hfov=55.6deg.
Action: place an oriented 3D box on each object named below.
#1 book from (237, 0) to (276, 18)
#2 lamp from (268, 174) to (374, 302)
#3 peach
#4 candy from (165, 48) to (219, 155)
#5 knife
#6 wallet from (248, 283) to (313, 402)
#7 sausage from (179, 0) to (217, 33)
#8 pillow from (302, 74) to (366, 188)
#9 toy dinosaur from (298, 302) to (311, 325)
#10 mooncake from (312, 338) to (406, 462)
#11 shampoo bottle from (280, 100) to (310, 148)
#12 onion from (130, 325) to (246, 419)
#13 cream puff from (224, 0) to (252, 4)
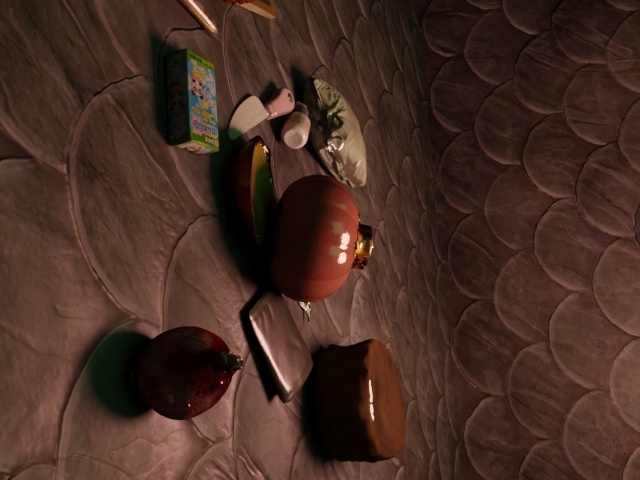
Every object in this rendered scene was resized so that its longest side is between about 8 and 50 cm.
[{"bbox_3d":[-0.216,-0.785,1.546,0.269,0.032,0.389,-16,95,-65],"label":"book"},{"bbox_3d":[0.000,0.000,1.441,0.305,0.239,0.306,-169,-90,-83],"label":"lamp"},{"bbox_3d":[-0.158,-0.107,1.397,0.189,0.068,0.279,62,25,-56],"label":"peach"},{"bbox_3d":[-0.261,-0.279,1.236,0.097,0.062,0.195,13,71,-65],"label":"candy"},{"bbox_3d":[-0.150,-0.328,1.527,0.081,0.043,0.336,67,29,-15],"label":"knife"},{"bbox_3d":[-0.099,0.239,1.435,0.245,0.052,0.168,69,27,-15],"label":"wallet"},{"bbox_3d":[-0.294,-0.523,1.281,0.269,0.032,0.033,40,47,-56],"label":"sausage"},{"bbox_3d":[0.045,-0.335,1.845,0.310,0.138,0.284,39,36,-62],"label":"pillow"},{"bbox_3d":[-0.041,0.167,1.620,0.060,0.029,0.120,13,75,-48],"label":"toy dinosaur"},{"bbox_3d":[0.103,0.436,1.643,0.324,0.187,0.324,-11,90,-68],"label":"mooncake"},{"bbox_3d":[-0.063,-0.322,1.676,0.192,0.074,0.074,-81,152,-55],"label":"shampoo bottle"},{"bbox_3d":[-0.207,0.216,1.021,0.159,0.194,0.160,46,34,-44],"label":"onion"},{"bbox_3d":[-0.214,-0.630,1.243,0.350,0.228,0.350,45,14,-14],"label":"cream puff"}]
